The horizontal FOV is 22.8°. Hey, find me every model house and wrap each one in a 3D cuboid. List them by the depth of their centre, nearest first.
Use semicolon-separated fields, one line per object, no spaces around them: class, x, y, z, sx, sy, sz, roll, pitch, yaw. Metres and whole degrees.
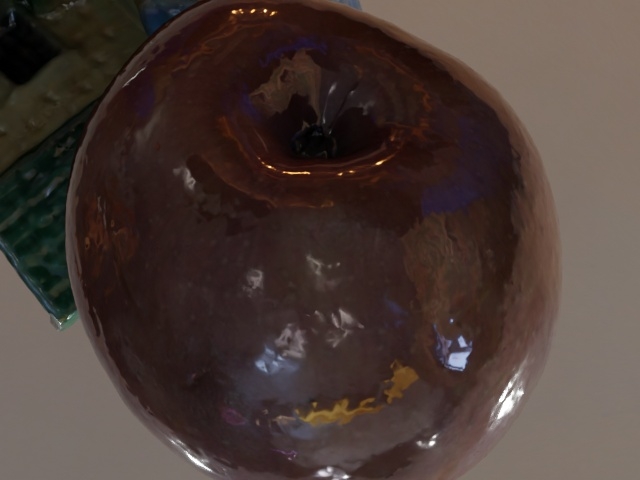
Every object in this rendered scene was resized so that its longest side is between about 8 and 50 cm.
model house;-0.137;-0.131;1.334;0.382;0.335;0.342;-38;-123;-10

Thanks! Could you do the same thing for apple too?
apple;0.000;0.000;0.916;0.305;0.235;0.306;5;-130;-6
